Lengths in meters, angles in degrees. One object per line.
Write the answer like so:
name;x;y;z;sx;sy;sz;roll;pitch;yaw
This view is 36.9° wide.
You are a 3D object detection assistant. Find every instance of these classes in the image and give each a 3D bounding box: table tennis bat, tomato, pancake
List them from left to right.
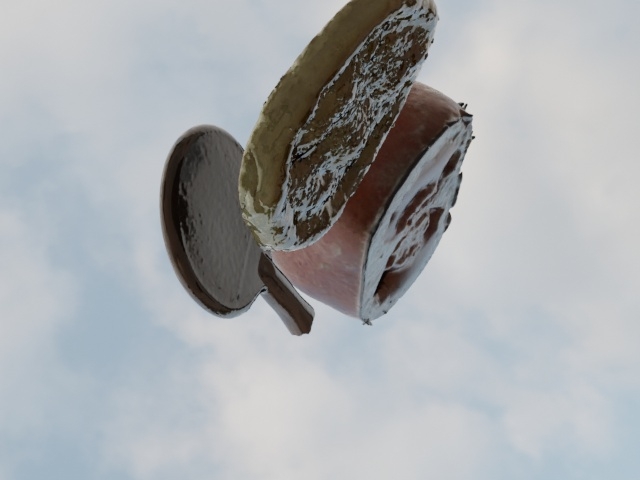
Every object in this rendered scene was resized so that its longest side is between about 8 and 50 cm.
table tennis bat;0.000;0.000;0.541;0.170;0.119;0.107;55;-143;-47
pancake;0.012;-0.061;0.484;0.028;0.158;0.158;32;-114;17
tomato;0.024;-0.046;0.821;0.155;0.214;0.180;29;-129;16
